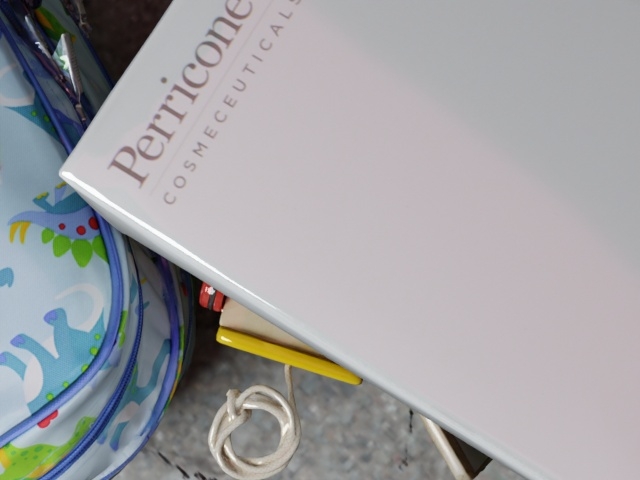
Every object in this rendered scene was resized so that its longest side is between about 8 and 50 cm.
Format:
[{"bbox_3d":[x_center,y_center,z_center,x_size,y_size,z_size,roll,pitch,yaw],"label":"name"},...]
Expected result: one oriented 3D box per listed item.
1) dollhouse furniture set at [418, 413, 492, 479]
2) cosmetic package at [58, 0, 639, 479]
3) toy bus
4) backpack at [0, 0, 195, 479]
[{"bbox_3d":[0.209,0.063,0.721,0.302,0.151,0.197,-30,88,28],"label":"dollhouse furniture set"},{"bbox_3d":[0.117,-0.004,0.615,0.385,0.156,0.217,30,86,2],"label":"cosmetic package"},{"bbox_3d":[0.009,-0.010,0.752,0.202,0.104,0.191,-27,87,3],"label":"toy bus"},{"bbox_3d":[-0.217,-0.015,0.777,0.290,0.273,0.355,-31,101,-7],"label":"backpack"}]
